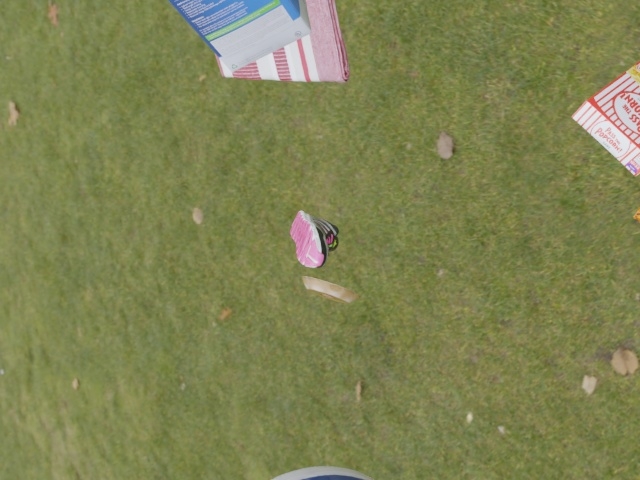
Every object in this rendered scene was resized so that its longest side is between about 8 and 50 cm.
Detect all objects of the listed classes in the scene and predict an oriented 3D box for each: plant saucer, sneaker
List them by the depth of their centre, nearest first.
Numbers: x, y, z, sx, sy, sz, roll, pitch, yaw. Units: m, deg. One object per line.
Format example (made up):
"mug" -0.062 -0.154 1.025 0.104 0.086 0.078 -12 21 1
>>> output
"plant saucer" 0.012 0.069 0.837 0.083 0.083 0.015 10 76 41
"sneaker" 0.000 0.000 1.025 0.170 0.075 0.063 -118 46 -67

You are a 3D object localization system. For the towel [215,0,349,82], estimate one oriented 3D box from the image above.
"towel" -0.100 -0.430 1.222 0.329 0.037 0.237 12 130 34

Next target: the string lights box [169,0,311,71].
"string lights box" -0.131 -0.342 0.778 0.133 0.260 0.076 -20 57 18

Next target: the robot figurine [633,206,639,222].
"robot figurine" 0.624 -0.086 0.988 0.211 0.291 0.085 50 166 -29

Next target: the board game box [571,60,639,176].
"board game box" 0.545 -0.213 1.065 0.147 0.193 0.045 48 150 12

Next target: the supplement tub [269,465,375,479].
"supplement tub" 0.028 0.367 0.513 0.316 0.228 0.228 -143 54 -66
